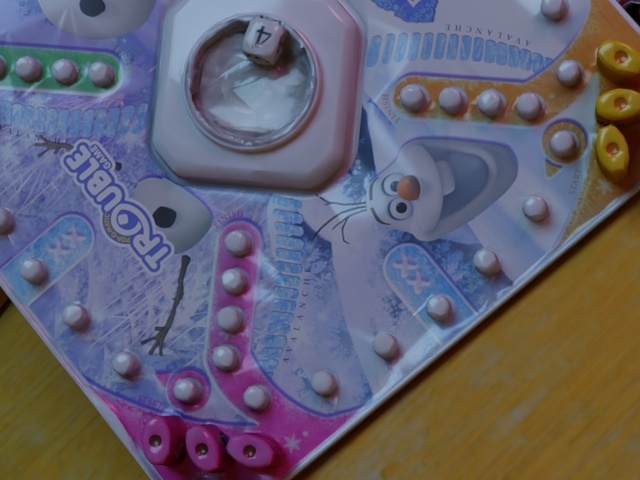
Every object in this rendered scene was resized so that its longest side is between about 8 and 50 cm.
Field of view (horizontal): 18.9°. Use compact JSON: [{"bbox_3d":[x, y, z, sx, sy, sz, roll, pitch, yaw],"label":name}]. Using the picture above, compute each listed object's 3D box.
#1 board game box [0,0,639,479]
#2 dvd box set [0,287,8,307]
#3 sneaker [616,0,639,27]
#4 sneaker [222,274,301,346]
[{"bbox_3d":[-0.041,-0.094,1.135,0.390,0.050,0.390,-40,80,2],"label":"board game box"},{"bbox_3d":[-0.236,-0.139,1.494,0.307,0.062,0.420,22,71,46],"label":"dvd box set"},{"bbox_3d":[0.231,-0.158,1.163,0.118,0.042,0.067,-13,44,39],"label":"sneaker"},{"bbox_3d":[0.000,0.000,1.189,0.235,0.090,0.095,-44,59,-2],"label":"sneaker"}]
